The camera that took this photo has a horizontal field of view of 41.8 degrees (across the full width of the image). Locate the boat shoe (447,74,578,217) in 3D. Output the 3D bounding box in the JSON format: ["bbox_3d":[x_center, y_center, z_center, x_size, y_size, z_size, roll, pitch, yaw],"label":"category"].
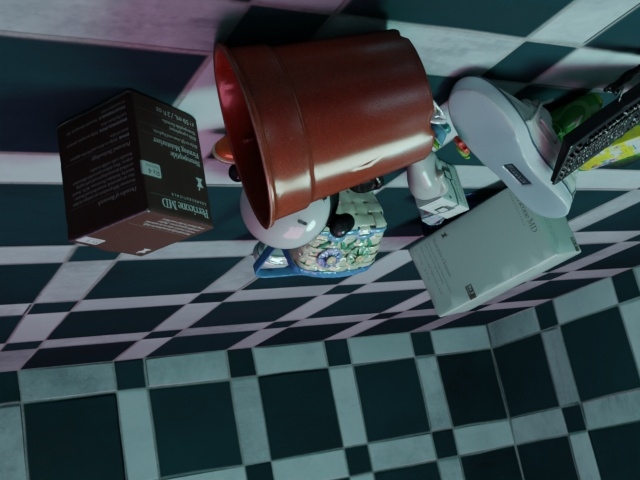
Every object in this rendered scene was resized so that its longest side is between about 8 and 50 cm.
[{"bbox_3d":[0.379,-0.208,1.556,0.367,0.156,0.135,41,155,-29],"label":"boat shoe"}]

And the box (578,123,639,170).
[{"bbox_3d":[0.656,-0.211,1.915,0.179,0.043,0.105,-22,157,27],"label":"box"}]

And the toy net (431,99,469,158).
[{"bbox_3d":[0.207,-0.203,1.501,0.045,0.122,0.232,-40,162,7],"label":"toy net"}]

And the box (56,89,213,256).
[{"bbox_3d":[-0.299,-0.102,1.353,0.167,0.203,0.168,-19,163,26],"label":"box"}]

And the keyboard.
[{"bbox_3d":[0.541,-0.233,1.518,0.317,0.033,0.202,-34,147,-27],"label":"keyboard"}]

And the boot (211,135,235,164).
[{"bbox_3d":[-0.114,-0.183,1.479,0.157,0.059,0.085,-15,163,-17],"label":"boot"}]

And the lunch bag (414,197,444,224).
[{"bbox_3d":[0.273,-0.080,2.062,0.053,0.071,0.083,-21,160,20],"label":"lunch bag"}]

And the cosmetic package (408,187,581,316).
[{"bbox_3d":[0.444,0.024,2.163,0.156,0.217,0.385,-6,156,-47],"label":"cosmetic package"}]

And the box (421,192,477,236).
[{"bbox_3d":[0.341,-0.065,2.229,0.136,0.037,0.225,-12,163,2],"label":"box"}]

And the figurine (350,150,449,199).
[{"bbox_3d":[0.127,-0.157,1.579,0.214,0.092,0.209,8,165,20],"label":"figurine"}]

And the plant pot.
[{"bbox_3d":[0.008,-0.182,1.228,0.265,0.272,0.272,-16,166,-12],"label":"plant pot"}]

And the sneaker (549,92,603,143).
[{"bbox_3d":[0.443,-0.201,1.685,0.123,0.109,0.295,-4,163,-38],"label":"sneaker"}]

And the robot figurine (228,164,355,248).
[{"bbox_3d":[-0.053,-0.081,1.584,0.209,0.174,0.278,-10,-173,9],"label":"robot figurine"}]

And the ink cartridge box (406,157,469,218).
[{"bbox_3d":[0.259,-0.118,1.848,0.063,0.109,0.150,-24,160,28],"label":"ink cartridge box"}]

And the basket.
[{"bbox_3d":[0.000,0.000,1.911,0.254,0.201,0.289,-4,153,-26],"label":"basket"}]

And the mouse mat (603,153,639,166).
[{"bbox_3d":[0.735,-0.211,2.042,0.189,0.007,0.152,-1,161,-29],"label":"mouse mat"}]

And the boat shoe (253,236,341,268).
[{"bbox_3d":[-0.047,0.004,2.129,0.258,0.095,0.084,-14,164,-32],"label":"boat shoe"}]
